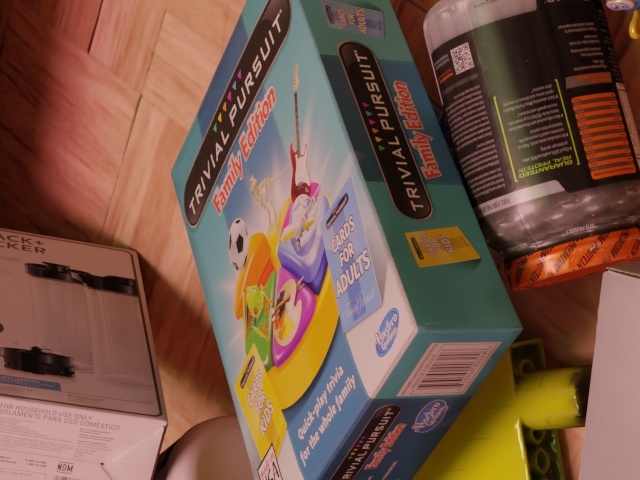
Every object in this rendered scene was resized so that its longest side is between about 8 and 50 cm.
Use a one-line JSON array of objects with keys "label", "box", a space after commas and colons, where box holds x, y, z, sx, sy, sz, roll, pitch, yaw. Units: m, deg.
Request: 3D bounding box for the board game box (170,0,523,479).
[{"label": "board game box", "box": [0.000, 0.000, 1.191, 0.254, 0.079, 0.336, -61, 38, 44]}]

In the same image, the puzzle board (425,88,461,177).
[{"label": "puzzle board", "box": [0.057, -0.072, 1.269, 0.128, 0.011, 0.096, 44, 122, 31]}]

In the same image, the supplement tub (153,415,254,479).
[{"label": "supplement tub", "box": [-0.102, 0.241, 1.373, 0.200, 0.144, 0.144, -41, 67, 40]}]

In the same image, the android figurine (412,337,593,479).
[{"label": "android figurine", "box": [0.094, 0.160, 1.231, 0.273, 0.056, 0.248, -13, 86, 45]}]

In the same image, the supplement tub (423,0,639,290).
[{"label": "supplement tub", "box": [0.142, -0.070, 1.109, 0.117, 0.117, 0.190, -20, 81, 45]}]

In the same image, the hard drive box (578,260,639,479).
[{"label": "hard drive box", "box": [0.235, 0.125, 0.997, 0.089, 0.181, 0.232, 15, 106, 43]}]

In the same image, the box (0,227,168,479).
[{"label": "box", "box": [-0.223, 0.093, 1.371, 0.290, 0.169, 0.087, -111, 34, -63]}]

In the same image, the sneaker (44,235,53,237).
[{"label": "sneaker", "box": [-0.311, 0.089, 1.599, 0.275, 0.107, 0.110, -54, 47, 33]}]

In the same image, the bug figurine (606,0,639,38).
[{"label": "bug figurine", "box": [0.252, -0.240, 1.008, 0.279, 0.072, 0.216, -6, 91, 46]}]
